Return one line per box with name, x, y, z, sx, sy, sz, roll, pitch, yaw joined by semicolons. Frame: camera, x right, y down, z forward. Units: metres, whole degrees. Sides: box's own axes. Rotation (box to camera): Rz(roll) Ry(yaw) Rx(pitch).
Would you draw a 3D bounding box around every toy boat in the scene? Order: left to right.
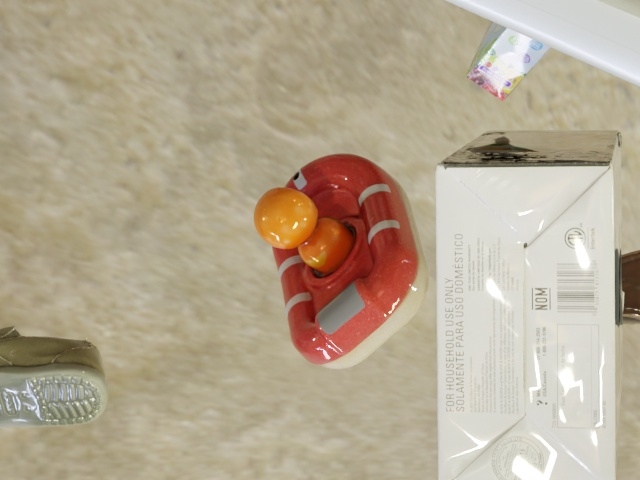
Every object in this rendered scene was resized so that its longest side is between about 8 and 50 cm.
toy boat;0.000;0.000;1.808;0.151;0.231;0.151;37;112;-29

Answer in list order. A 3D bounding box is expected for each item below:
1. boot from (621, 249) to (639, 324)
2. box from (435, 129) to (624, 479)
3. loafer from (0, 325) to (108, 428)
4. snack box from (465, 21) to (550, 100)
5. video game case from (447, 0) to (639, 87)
boot;0.291;0.050;1.918;0.219;0.106;0.082;3;85;-33
box;0.122;0.028;1.062;0.087;0.290;0.169;0;97;10
loafer;-0.332;0.139;1.951;0.251;0.087;0.094;3;124;6
snack box;0.158;-0.177;1.356;0.037;0.100;0.141;31;47;-6
video game case;0.064;-0.112;0.552;0.212;0.193;0.023;25;125;9
